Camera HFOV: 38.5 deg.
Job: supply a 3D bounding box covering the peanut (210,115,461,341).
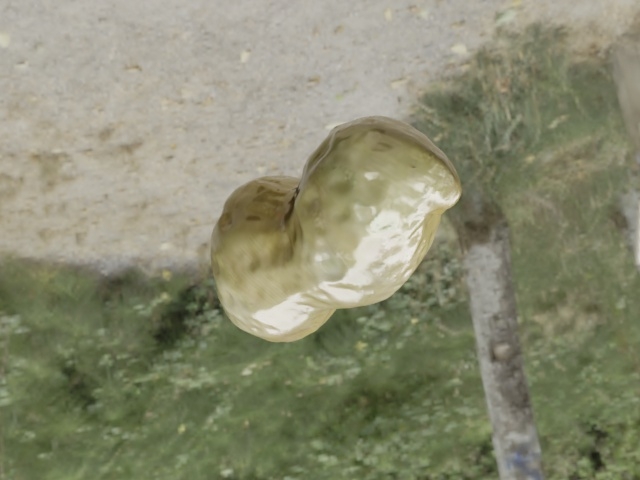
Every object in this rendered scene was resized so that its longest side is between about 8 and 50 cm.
[{"bbox_3d":[0.000,0.000,0.603,0.117,0.101,0.263,27,153,-21],"label":"peanut"}]
